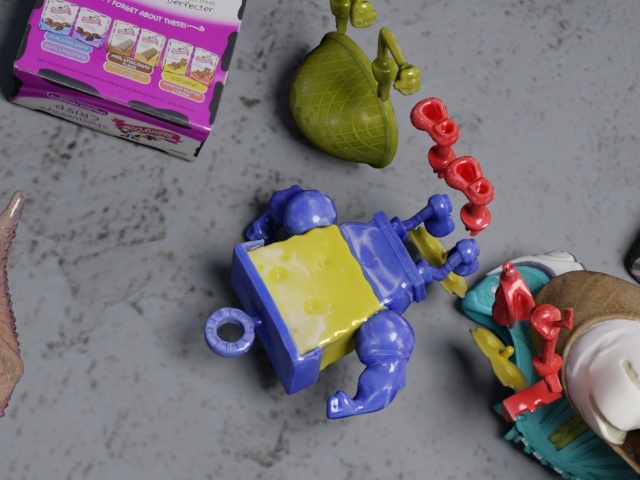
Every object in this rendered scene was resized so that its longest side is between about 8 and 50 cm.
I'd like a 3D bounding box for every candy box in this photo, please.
[{"bbox_3d":[-0.143,-0.200,0.963,0.159,0.071,0.233,18,68,-12],"label":"candy box"}]

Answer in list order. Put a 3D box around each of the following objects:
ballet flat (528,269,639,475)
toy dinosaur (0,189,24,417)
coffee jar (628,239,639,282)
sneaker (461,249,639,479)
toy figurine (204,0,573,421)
[{"bbox_3d":[0.258,0.145,0.814,0.342,0.116,0.124,51,24,24],"label":"ballet flat"},{"bbox_3d":[-0.262,0.112,0.794,0.200,0.127,0.296,40,52,-11],"label":"toy dinosaur"},{"bbox_3d":[0.359,-0.028,1.072,0.096,0.079,0.184,34,64,-5],"label":"coffee jar"},{"bbox_3d":[0.201,0.146,0.965,0.110,0.107,0.275,-20,74,-4],"label":"sneaker"},{"bbox_3d":[0.000,0.000,0.879,0.217,0.191,0.362,-25,69,-10],"label":"toy figurine"}]
